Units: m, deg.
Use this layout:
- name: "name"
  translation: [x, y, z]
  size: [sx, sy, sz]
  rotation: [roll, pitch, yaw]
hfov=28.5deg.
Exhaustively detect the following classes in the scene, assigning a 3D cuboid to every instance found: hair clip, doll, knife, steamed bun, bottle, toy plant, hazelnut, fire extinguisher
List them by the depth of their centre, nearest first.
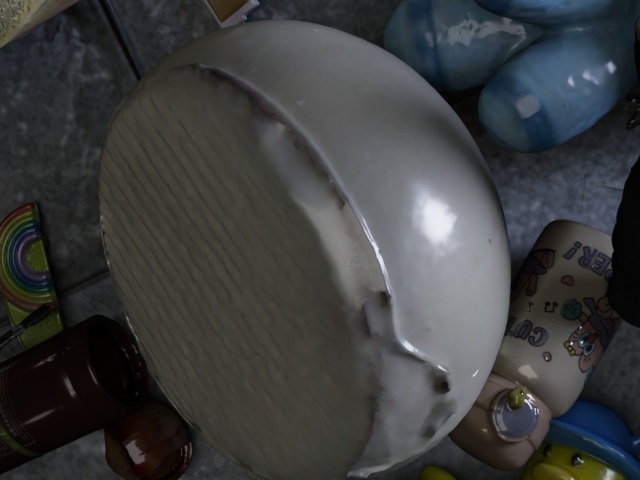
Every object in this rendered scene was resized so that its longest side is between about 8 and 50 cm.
- name: "toy plant"
  translation: [0.212, -0.178, 0.992]
  size: [0.332, 0.247, 0.247]
  rotation: [-6, 96, 13]
- name: "steamed bun"
  translation: [0.000, 0.000, 1.015]
  size: [0.374, 0.241, 0.374]
  rotation: [28, 131, 37]
- name: "bottle"
  translation: [0.184, 0.090, 1.045]
  size: [0.097, 0.110, 0.209]
  rotation: [33, 75, -1]
- name: "doll"
  translation: [0.138, 0.269, 1.090]
  size: [0.363, 0.145, 0.199]
  rotation: [-32, 49, 9]
- name: "knife"
  translation: [-0.075, -0.208, 1.136]
  size: [0.046, 0.022, 0.256]
  rotation: [-33, 87, 32]
- name: "hazelnut"
  translation: [-0.161, 0.190, 1.178]
  size: [0.086, 0.086, 0.086]
  rotation: [1, 97, 10]
- name: "fire extinguisher"
  translation: [-0.331, 0.167, 1.184]
  size: [0.341, 0.105, 0.141]
  rotation: [-25, 64, 19]
- name: "hair clip"
  translation: [-0.274, 0.061, 1.200]
  size: [0.060, 0.033, 0.188]
  rotation: [-14, 94, 14]

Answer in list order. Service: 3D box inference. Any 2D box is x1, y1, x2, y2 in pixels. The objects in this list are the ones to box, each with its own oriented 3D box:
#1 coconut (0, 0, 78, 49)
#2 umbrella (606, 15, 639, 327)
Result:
- name: "coconut"
  translation: [-0.328, -0.307, 1.039]
  size: [0.353, 0.352, 0.352]
  rotation: [1, 97, 10]
- name: "umbrella"
  translation: [0.260, -0.065, 0.885]
  size: [0.113, 0.106, 0.357]
  rotation: [11, 143, 9]
